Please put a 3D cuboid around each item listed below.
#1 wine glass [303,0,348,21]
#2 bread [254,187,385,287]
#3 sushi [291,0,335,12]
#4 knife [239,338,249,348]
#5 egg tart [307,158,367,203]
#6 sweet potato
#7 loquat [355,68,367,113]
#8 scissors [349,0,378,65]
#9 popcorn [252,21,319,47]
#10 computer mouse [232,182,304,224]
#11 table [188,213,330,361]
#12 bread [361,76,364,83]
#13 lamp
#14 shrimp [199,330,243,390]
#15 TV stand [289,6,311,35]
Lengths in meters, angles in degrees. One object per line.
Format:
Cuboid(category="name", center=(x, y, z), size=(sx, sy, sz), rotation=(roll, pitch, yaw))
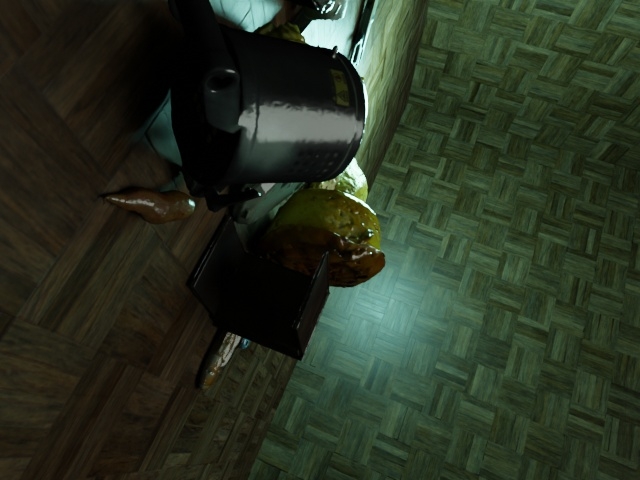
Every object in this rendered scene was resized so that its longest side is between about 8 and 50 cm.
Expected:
Cuboid(category="wine glass", center=(0.015, -0.545, 0.890), size=(0.204, 0.111, 0.111), rotation=(93, 19, -46))
Cuboid(category="bread", center=(0.002, -0.001, 1.256), size=(0.358, 0.337, 0.204), rotation=(-31, -133, 59))
Cuboid(category="sushi", center=(-0.050, -0.447, 0.704), size=(0.225, 0.127, 0.124), rotation=(-17, 127, -68))
Cuboid(category="knife", center=(-0.210, 0.221, 1.441), size=(0.058, 0.032, 0.244), rotation=(60, 46, -66))
Cuboid(category="egg tart", center=(0.066, -0.151, 1.726), size=(0.443, 0.178, 0.442), rotation=(20, 90, -78))
Cuboid(category="sweet potato", center=(-0.245, -0.052, 0.673), size=(0.056, 0.057, 0.195), rotation=(-71, 164, 5))
Cuboid(category="loquat", center=(0.033, -0.358, 1.183), size=(0.179, 0.179, 0.227), rotation=(-60, 158, -44))
Cuboid(category="scissors", center=(0.148, -0.707, 1.473), size=(0.138, 0.041, 0.289), rotation=(-53, 164, -62))
Cuboid(category="popcorn", center=(-0.069, -0.307, 0.858), size=(0.195, 0.174, 0.168), rotation=(-14, 102, -67))
Cuboid(category="computer mouse", center=(-0.097, -0.163, 1.088), size=(0.331, 0.095, 0.197), rotation=(-44, 170, -43))
Cuboid(category="table", center=(-0.125, 0.119, 1.058), size=(0.282, 0.251, 0.196), rotation=(90, 23, -65))
Cuboid(category="bread", center=(0.100, -0.508, 1.581), size=(0.226, 0.049, 0.088), rotation=(-55, 162, -57))
Cuboid(category="lamp", center=(-0.065, -0.188, 0.647), size=(0.272, 0.205, 0.374), rotation=(-16, 164, -22))
Cuboid(category="shrimp", center=(-0.254, 0.295, 1.257), size=(0.145, 0.059, 0.254), rotation=(92, 21, -67))
Cuboid(category="TV stand", center=(-0.015, -0.501, 1.020), size=(0.049, 0.040, 0.256), rotation=(95, 18, -55))
